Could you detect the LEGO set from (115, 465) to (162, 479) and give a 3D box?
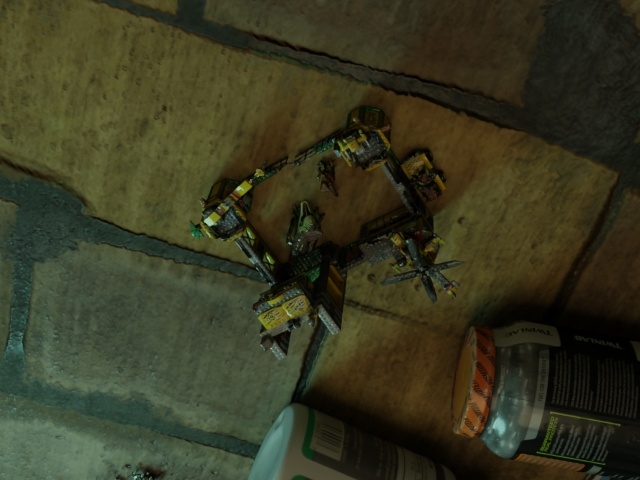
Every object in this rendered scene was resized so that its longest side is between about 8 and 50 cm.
[{"bbox_3d":[-0.299,0.400,1.604,0.083,0.023,0.054,-33,112,22],"label":"LEGO set"}]

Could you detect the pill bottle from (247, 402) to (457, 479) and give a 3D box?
[{"bbox_3d":[0.080,0.402,1.465,0.361,0.204,0.204,26,119,-8],"label":"pill bottle"}]

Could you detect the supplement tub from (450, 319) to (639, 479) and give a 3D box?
[{"bbox_3d":[0.349,0.218,1.336,0.316,0.193,0.193,11,121,-1],"label":"supplement tub"}]

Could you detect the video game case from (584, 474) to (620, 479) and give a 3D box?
[{"bbox_3d":[0.492,0.444,1.551,0.204,0.025,0.285,24,120,-8],"label":"video game case"}]

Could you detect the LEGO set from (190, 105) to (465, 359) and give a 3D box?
[{"bbox_3d":[0.000,0.000,1.242,0.332,0.192,0.254,-19,117,16],"label":"LEGO set"}]
